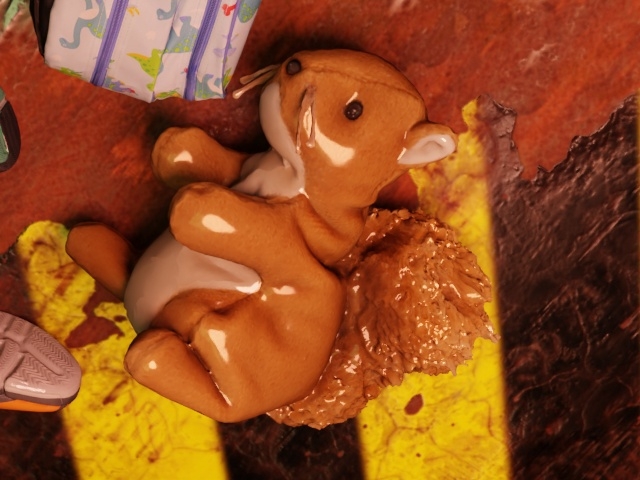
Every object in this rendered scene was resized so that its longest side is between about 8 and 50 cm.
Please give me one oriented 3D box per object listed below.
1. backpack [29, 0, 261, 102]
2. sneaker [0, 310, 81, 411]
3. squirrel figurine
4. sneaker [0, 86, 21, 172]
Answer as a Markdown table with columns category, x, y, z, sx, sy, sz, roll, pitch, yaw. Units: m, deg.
| category | x | y | z | sx | sy | sz | roll | pitch | yaw |
| --- | --- | --- | --- | --- | --- | --- | --- | --- | --- |
| backpack | -0.141 | -0.294 | 0.936 | 0.273 | 0.290 | 0.355 | 25 | 116 | -27 |
| sneaker | -0.434 | 0.171 | 1.201 | 0.321 | 0.124 | 0.180 | 15 | 115 | 3 |
| squirrel figurine | 0.000 | 0.000 | 1.097 | 0.397 | 0.281 | 0.370 | 35 | 97 | -30 |
| sneaker | -0.407 | -0.159 | 1.094 | 0.098 | 0.083 | 0.223 | -16 | 119 | 35 |
